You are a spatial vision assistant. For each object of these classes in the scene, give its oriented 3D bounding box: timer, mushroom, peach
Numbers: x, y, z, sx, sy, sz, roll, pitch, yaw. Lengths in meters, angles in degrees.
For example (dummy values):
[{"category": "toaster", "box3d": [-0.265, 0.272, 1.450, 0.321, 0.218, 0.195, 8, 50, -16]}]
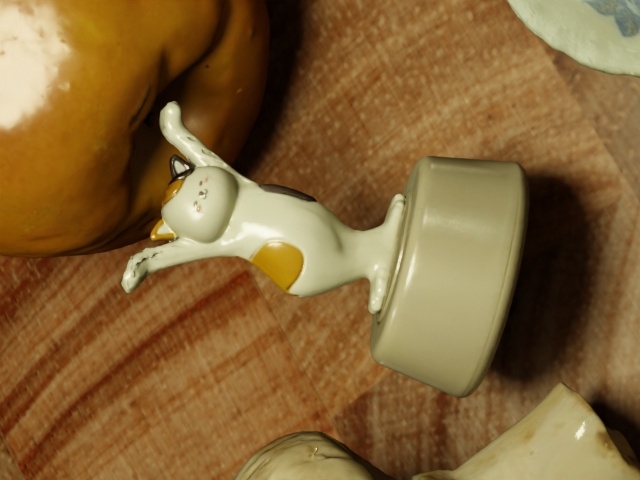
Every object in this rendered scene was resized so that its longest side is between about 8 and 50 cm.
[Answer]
[{"category": "timer", "box3d": [0.000, 0.000, 1.415, 0.266, 0.175, 0.175, 13, 104, -4]}, {"category": "mushroom", "box3d": [0.086, 0.215, 1.399, 0.290, 0.292, 0.292, -47, 64, 3]}, {"category": "peach", "box3d": [-0.219, -0.149, 1.543, 0.301, 0.343, 0.343, 36, 113, 27]}]

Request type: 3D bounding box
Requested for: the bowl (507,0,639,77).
[{"category": "bowl", "box3d": [0.220, -0.270, 1.233, 0.313, 0.146, 0.313, -14, 61, 26]}]
